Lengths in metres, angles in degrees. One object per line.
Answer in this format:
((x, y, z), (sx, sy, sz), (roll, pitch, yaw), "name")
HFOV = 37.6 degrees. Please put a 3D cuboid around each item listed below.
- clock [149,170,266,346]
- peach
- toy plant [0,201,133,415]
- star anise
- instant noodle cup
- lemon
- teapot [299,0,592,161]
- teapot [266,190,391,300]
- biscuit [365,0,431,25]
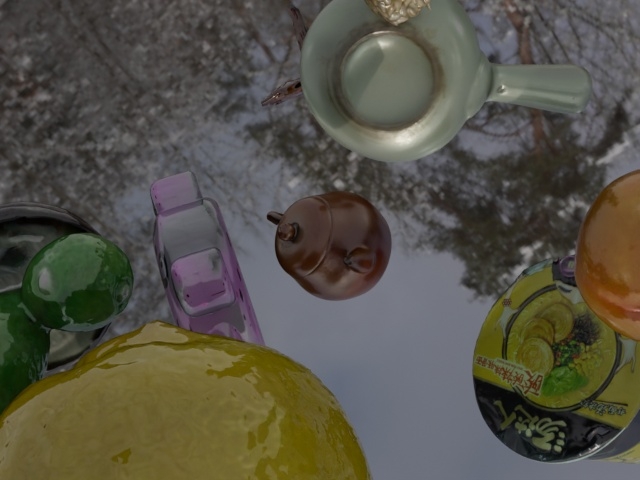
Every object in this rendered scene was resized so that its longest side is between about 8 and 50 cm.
((-0.120, 0.066, 1.026), (0.090, 0.248, 0.228), (-18, -137, -7), "clock")
((0.261, 0.016, 0.727), (0.138, 0.138, 0.138), (-27, -143, 22), "peach")
((-0.279, 0.062, 0.872), (0.218, 0.175, 0.235), (-40, -153, -5), "toy plant")
((0.002, -0.232, 1.318), (0.144, 0.158, 0.140), (-74, -172, -79), "star anise")
((0.313, 0.150, 1.019), (0.215, 0.236, 0.216), (-22, -123, 40), "instant noodle cup")
((-0.113, 0.237, 0.738), (0.348, 0.348, 0.348), (-27, -143, 22), "lemon")
((0.133, -0.176, 1.085), (0.220, 0.318, 0.149), (-54, -172, 23), "teapot")
((0.000, 0.000, 0.930), (0.116, 0.116, 0.173), (-48, -143, -9), "teapot")
((0.048, -0.286, 0.904), (0.070, 0.168, 0.082), (-41, -136, 3), "biscuit")
